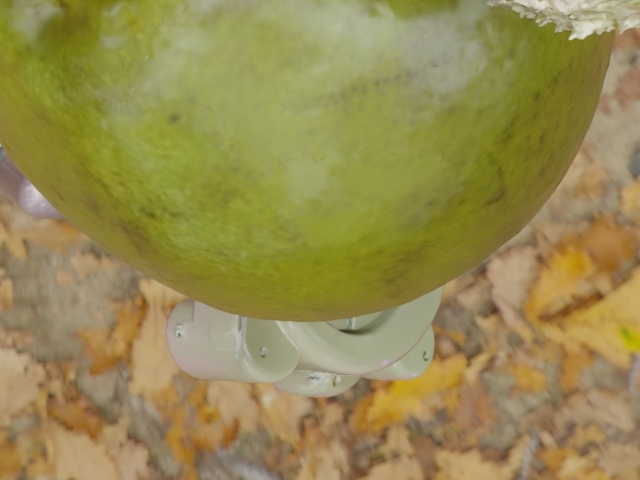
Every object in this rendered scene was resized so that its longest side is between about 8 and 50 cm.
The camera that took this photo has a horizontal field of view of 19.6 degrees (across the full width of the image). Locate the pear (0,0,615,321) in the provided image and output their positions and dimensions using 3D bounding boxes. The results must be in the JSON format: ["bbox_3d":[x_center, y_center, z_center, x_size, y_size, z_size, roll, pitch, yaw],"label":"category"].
[{"bbox_3d":[-0.006,-0.118,1.030,0.413,0.352,0.352,-3,125,-59],"label":"pear"}]

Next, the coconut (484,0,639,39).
[{"bbox_3d":[0.086,-0.215,0.757,0.245,0.233,0.233,28,106,-19],"label":"coconut"}]

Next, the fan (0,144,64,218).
[{"bbox_3d":[-0.290,-0.075,1.774,0.130,0.244,0.074,6,104,-30],"label":"fan"}]

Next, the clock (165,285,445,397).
[{"bbox_3d":[0.000,0.000,1.682,0.309,0.114,0.284,15,76,-52],"label":"clock"}]
